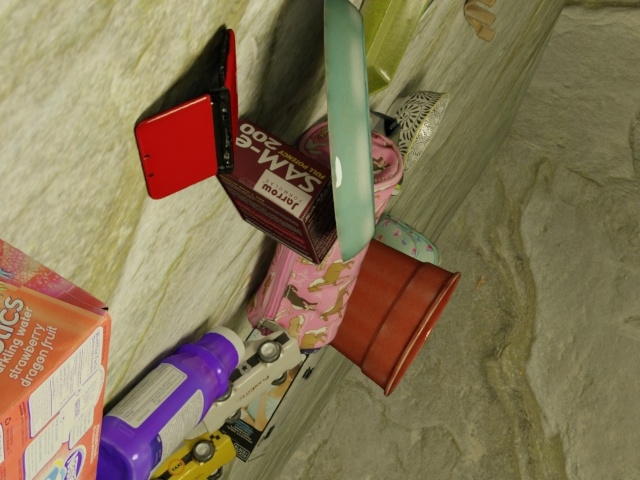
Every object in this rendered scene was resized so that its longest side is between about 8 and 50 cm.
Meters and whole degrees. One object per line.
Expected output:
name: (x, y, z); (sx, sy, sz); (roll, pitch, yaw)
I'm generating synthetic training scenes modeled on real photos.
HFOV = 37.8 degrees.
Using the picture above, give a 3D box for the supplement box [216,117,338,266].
supplement box: (-0.045, -0.053, 1.159); (0.073, 0.130, 0.239); (-57, 169, -9)

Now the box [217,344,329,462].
box: (-0.097, 0.309, 1.946); (0.290, 0.087, 0.169); (-59, 168, 0)

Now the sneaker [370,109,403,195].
sneaker: (0.098, -0.151, 1.585); (0.121, 0.111, 0.300); (-65, 170, 6)

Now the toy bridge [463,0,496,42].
toy bridge: (0.315, -0.447, 1.845); (0.026, 0.063, 0.188); (-58, 167, -5)

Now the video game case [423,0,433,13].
video game case: (0.169, -0.412, 1.447); (0.119, 0.015, 0.166); (-54, 167, -25)

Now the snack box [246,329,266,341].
snack box: (-0.105, 0.185, 1.726); (0.141, 0.037, 0.100); (-55, 169, -18)

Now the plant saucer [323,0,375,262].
plant saucer: (0.037, -0.134, 1.095); (0.317, 0.043, 0.318); (-4, 90, -85)

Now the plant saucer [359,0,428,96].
plant saucer: (0.086, -0.293, 1.316); (0.188, 0.045, 0.188); (-37, 155, -60)

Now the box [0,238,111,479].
box: (-0.266, 0.150, 0.708); (0.154, 0.142, 0.300); (-49, 165, -41)

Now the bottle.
bottle: (-0.202, 0.218, 1.265); (0.283, 0.092, 0.118); (-46, 163, -48)

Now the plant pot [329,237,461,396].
plant pot: (0.085, 0.110, 1.775); (0.272, 0.265, 0.272); (-55, 167, -19)

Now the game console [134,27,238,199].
game console: (-0.128, -0.123, 0.926); (0.144, 0.085, 0.124); (98, -6, -63)

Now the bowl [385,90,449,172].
bowl: (0.165, -0.218, 1.749); (0.170, 0.080, 0.170); (-55, 167, -19)

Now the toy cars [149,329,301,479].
toy cars: (-0.179, 0.282, 1.465); (0.176, 0.087, 0.394); (3, 125, -57)

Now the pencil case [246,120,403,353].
pencil case: (0.000, 0.000, 1.424); (0.167, 0.160, 0.386); (-90, -164, -49)

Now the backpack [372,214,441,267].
backpack: (0.189, 0.043, 2.230); (0.166, 0.188, 0.144); (-59, 168, 0)
